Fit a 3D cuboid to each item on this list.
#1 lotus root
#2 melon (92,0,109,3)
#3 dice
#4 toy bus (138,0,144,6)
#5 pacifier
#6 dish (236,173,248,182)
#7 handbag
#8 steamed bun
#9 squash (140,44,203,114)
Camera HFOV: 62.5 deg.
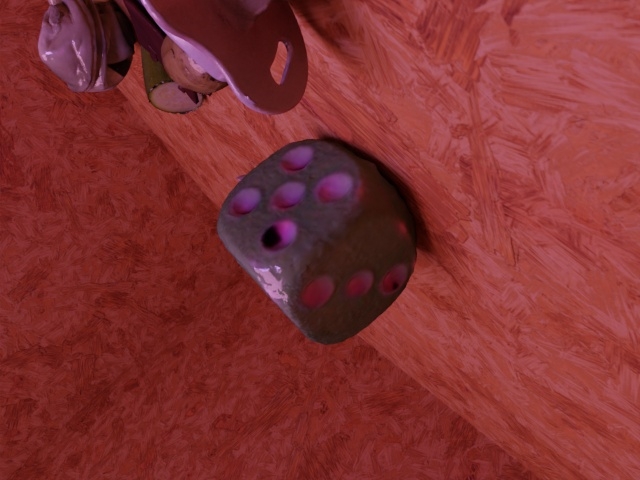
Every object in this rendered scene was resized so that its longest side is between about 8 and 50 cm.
[{"bbox_3d":[-0.268,-0.407,1.175,0.284,0.146,0.160,9,123,58],"label":"lotus root"},{"bbox_3d":[-0.638,-0.757,1.493,0.128,0.079,0.160,66,168,-2],"label":"melon"},{"bbox_3d":[0.000,0.000,1.137,0.318,0.330,0.322,42,169,42],"label":"dice"},{"bbox_3d":[-0.378,-0.579,1.113,0.087,0.089,0.194,43,167,11],"label":"toy bus"},{"bbox_3d":[-0.107,-0.323,0.704,0.332,0.220,0.273,39,175,-39],"label":"pacifier"},{"bbox_3d":[-0.206,-0.157,1.929,0.212,0.077,0.151,45,166,11],"label":"dish"},{"bbox_3d":[-0.406,-0.519,1.427,0.260,0.084,0.275,46,169,0],"label":"handbag"},{"bbox_3d":[-0.730,-0.661,1.722,0.394,0.238,0.346,-93,1,-57],"label":"steamed bun"},{"bbox_3d":[-0.472,-0.556,1.680,0.189,0.190,0.260,80,-179,-69],"label":"squash"}]
